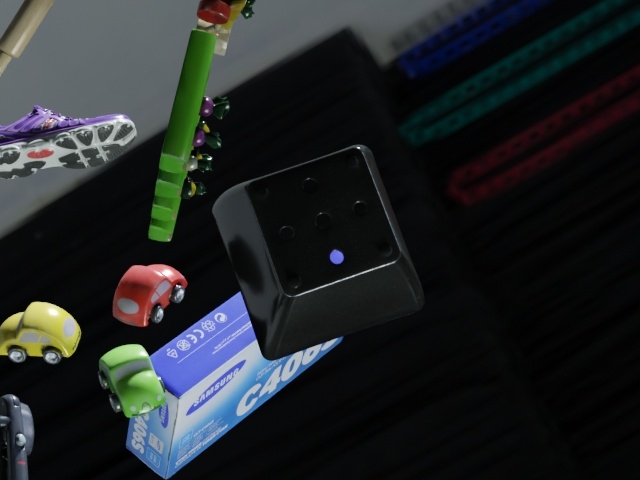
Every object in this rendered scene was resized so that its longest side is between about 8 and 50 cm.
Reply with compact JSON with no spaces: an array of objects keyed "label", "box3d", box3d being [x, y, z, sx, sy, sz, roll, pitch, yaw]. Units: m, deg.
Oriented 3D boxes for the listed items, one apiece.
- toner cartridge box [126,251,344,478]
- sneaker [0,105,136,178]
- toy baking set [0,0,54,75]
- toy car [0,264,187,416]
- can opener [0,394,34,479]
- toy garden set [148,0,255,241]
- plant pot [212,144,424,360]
[{"label":"toner cartridge box","box3d":[-0.093,0.142,2.123,0.075,0.348,0.165,36,-40,22]},{"label":"sneaker","box3d":[-0.284,-0.119,1.803,0.068,0.170,0.071,77,7,-60]},{"label":"toy baking set","box3d":[-0.397,-0.315,1.944,0.197,0.256,0.030,38,8,3]},{"label":"toy car","box3d":[-0.236,0.114,1.902,0.225,0.239,0.053,50,-26,47]},{"label":"can opener","box3d":[-0.384,0.281,2.094,0.073,0.059,0.186,12,56,-33]},{"label":"toy garden set","box3d":[-0.096,-0.123,1.429,0.244,0.049,0.204,118,-15,-73]},{"label":"plant pot","box3d":[0.000,0.000,1.747,0.167,0.187,0.188,100,-29,-78]}]
